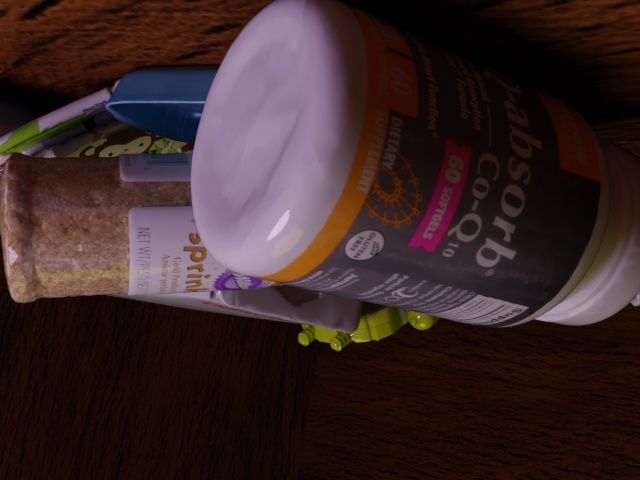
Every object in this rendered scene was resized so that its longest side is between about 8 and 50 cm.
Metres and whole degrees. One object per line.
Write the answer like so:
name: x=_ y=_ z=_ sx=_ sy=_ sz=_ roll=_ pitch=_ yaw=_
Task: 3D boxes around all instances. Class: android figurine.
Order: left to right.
android figurine: x=0.078 y=0.086 z=1.298 sx=0.248 sy=0.056 sz=0.273 roll=2 pitch=-154 yaw=40

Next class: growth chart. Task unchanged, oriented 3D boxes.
growth chart: x=-0.193 y=-0.069 z=0.795 sx=0.172 sy=0.021 sz=0.237 roll=-28 pitch=160 yaw=0

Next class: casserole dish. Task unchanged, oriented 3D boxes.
casserole dish: x=-0.077 y=-0.104 z=0.674 sx=0.188 sy=0.037 sz=0.114 roll=6 pitch=172 yaw=29

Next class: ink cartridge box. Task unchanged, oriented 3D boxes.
ink cartridge box: x=-0.159 y=0.015 z=1.193 sx=0.384 sy=0.160 sz=0.279 roll=3 pitch=170 yaw=42

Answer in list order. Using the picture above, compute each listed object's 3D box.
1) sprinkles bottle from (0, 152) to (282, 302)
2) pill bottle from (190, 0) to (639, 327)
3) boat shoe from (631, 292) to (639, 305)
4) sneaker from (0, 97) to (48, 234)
sprinkles bottle: x=-0.076 y=-0.016 z=0.727 sx=0.355 sy=0.121 sz=0.121 roll=-2 pitch=176 yaw=-15
pill bottle: x=0.074 y=-0.033 z=0.539 sx=0.278 sy=0.162 sz=0.162 roll=14 pitch=172 yaw=-32
boat shoe: x=0.291 y=0.010 z=0.794 sx=0.113 sy=0.105 sz=0.306 roll=9 pitch=173 yaw=2
sneaker: x=-0.288 y=-0.085 z=0.886 sx=0.150 sy=0.135 sz=0.366 roll=39 pitch=-172 yaw=19
